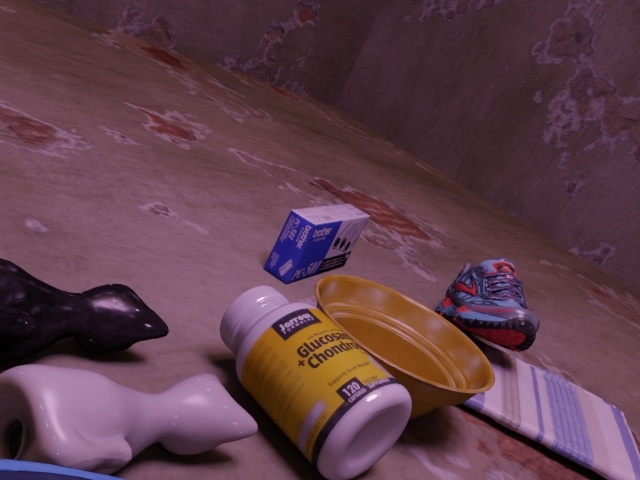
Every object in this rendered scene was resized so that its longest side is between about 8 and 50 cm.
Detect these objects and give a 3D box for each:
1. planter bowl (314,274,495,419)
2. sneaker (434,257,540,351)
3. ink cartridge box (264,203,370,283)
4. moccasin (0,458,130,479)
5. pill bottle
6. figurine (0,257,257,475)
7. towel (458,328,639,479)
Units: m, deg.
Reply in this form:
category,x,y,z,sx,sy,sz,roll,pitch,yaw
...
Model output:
category,x,y,z,sx,sy,sz,roll,pitch,yaw
planter bowl,0.073,0.132,0.756,0.217,0.090,0.217,24,16,-7
sneaker,0.247,0.080,1.017,0.104,0.125,0.262,25,-2,-10
ink cartridge box,0.000,0.000,1.033,0.046,0.097,0.207,32,18,19
moccasin,-0.097,0.168,0.293,0.342,0.137,0.117,11,13,-41
pill bottle,-0.013,0.122,0.633,0.103,0.103,0.184,6,26,-50
figurine,-0.170,0.095,0.519,0.215,0.092,0.209,38,16,31
towel,0.288,0.220,0.921,0.285,0.034,0.209,26,19,4
